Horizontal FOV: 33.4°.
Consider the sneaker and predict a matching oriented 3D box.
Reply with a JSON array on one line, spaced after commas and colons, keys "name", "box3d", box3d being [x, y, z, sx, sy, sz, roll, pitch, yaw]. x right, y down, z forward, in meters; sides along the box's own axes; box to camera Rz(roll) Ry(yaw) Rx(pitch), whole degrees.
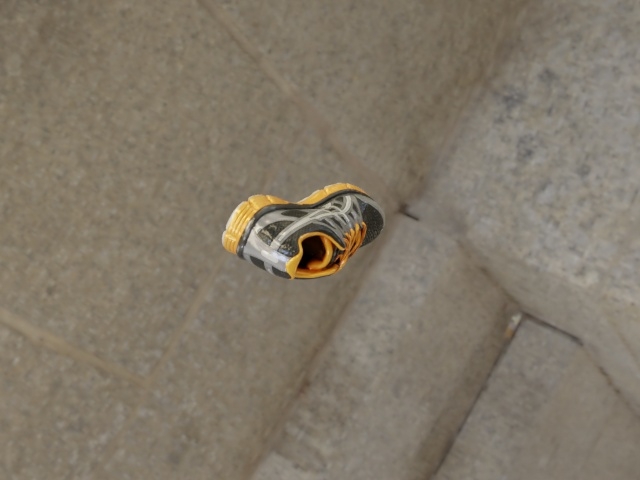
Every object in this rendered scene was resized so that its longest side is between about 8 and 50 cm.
[{"name": "sneaker", "box3d": [0.000, 0.000, 1.057, 0.214, 0.083, 0.084, -12, 130, -49]}]
